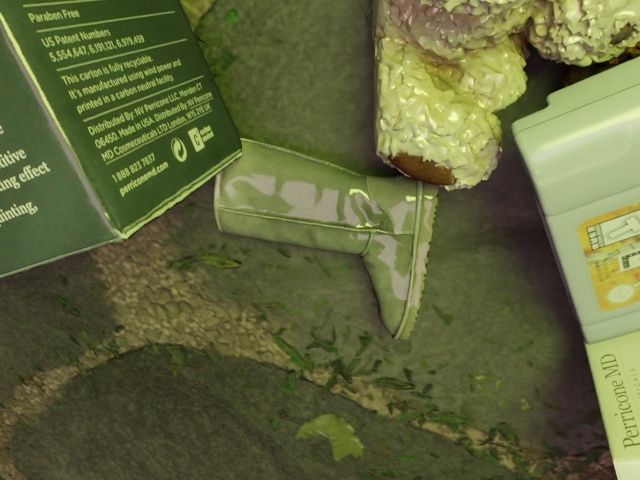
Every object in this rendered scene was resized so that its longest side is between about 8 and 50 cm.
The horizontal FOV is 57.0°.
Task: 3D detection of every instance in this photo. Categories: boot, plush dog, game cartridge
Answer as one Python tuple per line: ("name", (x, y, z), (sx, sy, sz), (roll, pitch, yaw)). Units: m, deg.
("boot", (0.000, 0.000, 0.579), (0.209, 0.076, 0.189), (5, 107, 3))
("plush dog", (0.152, -0.178, 0.398), (0.226, 0.210, 0.262), (-1, 149, -1))
("game cartridge", (0.270, -0.021, 0.432), (0.198, 0.062, 0.297), (-18, 141, 21))

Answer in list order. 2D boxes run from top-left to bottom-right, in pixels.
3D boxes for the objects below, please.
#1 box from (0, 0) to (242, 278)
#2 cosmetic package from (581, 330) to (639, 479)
("box", (-0.294, -0.175, 0.445), (0.294, 0.212, 0.395), (-15, 110, 22))
("cosmetic package", (0.429, 0.132, 0.479), (0.366, 0.197, 0.155), (-18, 114, 22))
